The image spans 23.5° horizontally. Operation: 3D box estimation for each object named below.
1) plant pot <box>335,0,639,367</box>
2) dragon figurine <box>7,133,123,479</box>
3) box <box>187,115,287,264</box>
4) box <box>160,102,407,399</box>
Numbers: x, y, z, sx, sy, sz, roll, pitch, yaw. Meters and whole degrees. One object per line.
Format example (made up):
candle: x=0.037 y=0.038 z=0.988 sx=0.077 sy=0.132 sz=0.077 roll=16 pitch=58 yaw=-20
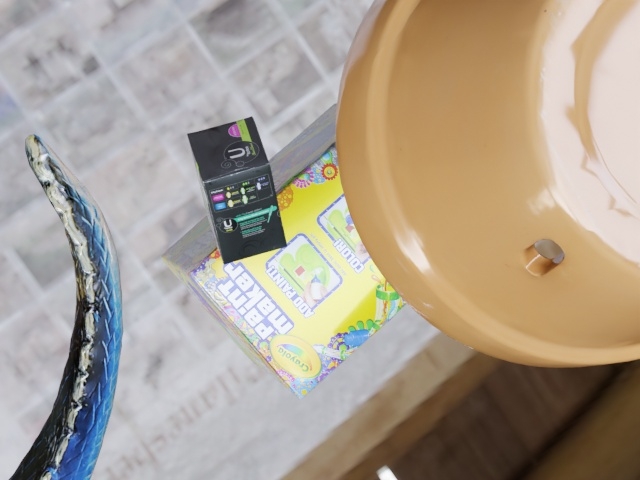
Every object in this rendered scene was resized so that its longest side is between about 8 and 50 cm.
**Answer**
plant pot: x=0.172 y=-0.069 z=0.876 sx=0.291 sy=0.291 sz=0.203 roll=-36 pitch=-174 yaw=-12
dragon figurine: x=-0.112 y=0.126 z=0.329 sx=0.289 sy=0.085 sz=0.144 roll=-56 pitch=178 yaw=20
box: x=-0.061 y=-0.037 z=1.129 sx=0.052 sy=0.083 sz=0.062 roll=-16 pitch=-138 yaw=-5
box: x=0.000 y=0.000 z=1.661 sx=0.279 sy=0.177 sz=0.290 roll=-42 pitch=-170 yaw=-7
